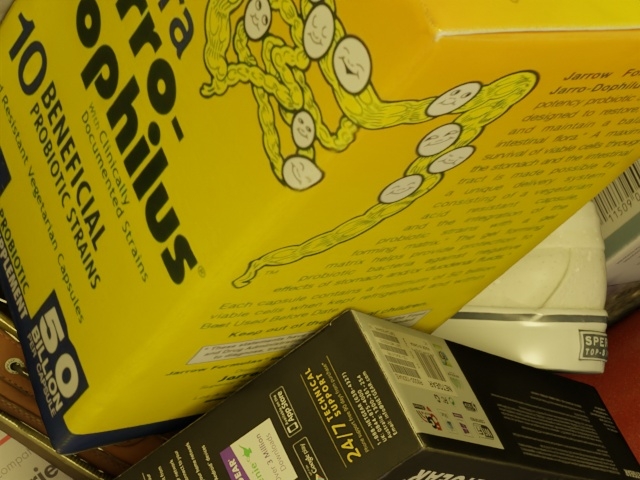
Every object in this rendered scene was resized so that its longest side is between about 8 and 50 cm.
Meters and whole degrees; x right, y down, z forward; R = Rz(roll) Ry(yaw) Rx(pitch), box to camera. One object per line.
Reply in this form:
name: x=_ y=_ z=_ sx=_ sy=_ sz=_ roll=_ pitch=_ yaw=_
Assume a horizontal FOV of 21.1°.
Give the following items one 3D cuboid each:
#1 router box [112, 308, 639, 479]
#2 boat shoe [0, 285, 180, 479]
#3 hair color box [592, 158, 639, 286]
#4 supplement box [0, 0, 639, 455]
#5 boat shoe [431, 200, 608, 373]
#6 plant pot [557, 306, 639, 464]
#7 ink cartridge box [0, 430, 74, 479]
router box: x=0.014 y=0.156 z=0.927 sx=0.243 sy=0.081 sz=0.309 roll=-37 pitch=153 yaw=19
boat shoe: x=-0.121 y=0.066 z=0.961 sx=0.307 sy=0.110 sz=0.104 roll=20 pitch=134 yaw=-13
hair color box: x=0.351 y=-0.070 z=1.292 sx=0.375 sy=0.113 sz=0.185 roll=-6 pitch=154 yaw=-37
supplement box: x=-0.005 y=-0.073 z=0.787 sx=0.195 sy=0.194 sz=0.356 roll=-7 pitch=155 yaw=-37
boat shoe: x=-0.002 y=-0.001 z=1.074 sx=0.367 sy=0.156 sz=0.136 roll=1 pitch=174 yaw=24
plant pot: x=0.376 y=0.167 z=1.741 sx=0.265 sy=0.272 sz=0.272 roll=-43 pitch=153 yaw=27
ink cartridge box: x=-0.243 y=0.210 z=1.290 sx=0.207 sy=0.119 sz=0.353 roll=-38 pitch=162 yaw=-12
